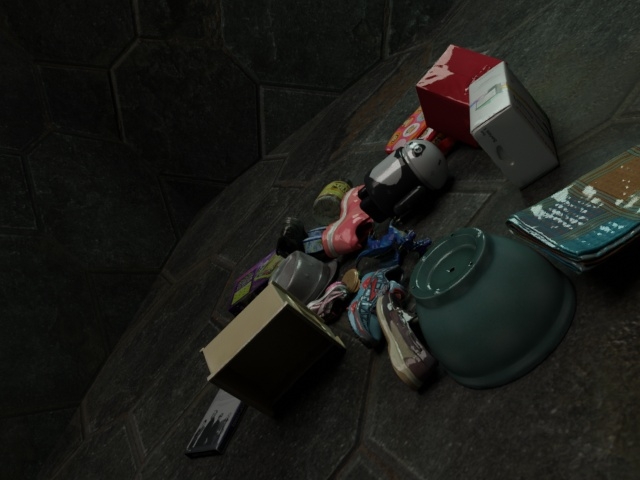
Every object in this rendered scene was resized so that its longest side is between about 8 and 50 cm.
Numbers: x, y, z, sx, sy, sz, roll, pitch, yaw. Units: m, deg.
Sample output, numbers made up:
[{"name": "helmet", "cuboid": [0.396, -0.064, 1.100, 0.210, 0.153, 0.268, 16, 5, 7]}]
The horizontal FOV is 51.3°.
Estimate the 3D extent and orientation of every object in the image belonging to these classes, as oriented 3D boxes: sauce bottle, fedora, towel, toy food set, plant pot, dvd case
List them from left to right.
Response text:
[{"name": "dvd case", "cuboid": [-0.279, 0.500, 1.888, 0.179, 0.029, 0.239, -25, 27, 46]}, {"name": "fedora", "cuboid": [-0.072, 0.124, 2.069, 0.243, 0.124, 0.275, -28, 26, 41]}, {"name": "sauce bottle", "cuboid": [0.053, -0.149, 2.321, 0.111, 0.111, 0.344, -39, 9, 20]}, {"name": "toy food set", "cuboid": [0.086, 0.118, 1.883, 0.083, 0.020, 0.083, -40, 38, 43]}, {"name": "plant pot", "cuboid": [0.292, 0.101, 1.247, 0.293, 0.196, 0.293, -40, 20, 18]}, {"name": "towel", "cuboid": [0.546, -0.086, 1.200, 0.370, 0.040, 0.271, -31, 20, -2]}]

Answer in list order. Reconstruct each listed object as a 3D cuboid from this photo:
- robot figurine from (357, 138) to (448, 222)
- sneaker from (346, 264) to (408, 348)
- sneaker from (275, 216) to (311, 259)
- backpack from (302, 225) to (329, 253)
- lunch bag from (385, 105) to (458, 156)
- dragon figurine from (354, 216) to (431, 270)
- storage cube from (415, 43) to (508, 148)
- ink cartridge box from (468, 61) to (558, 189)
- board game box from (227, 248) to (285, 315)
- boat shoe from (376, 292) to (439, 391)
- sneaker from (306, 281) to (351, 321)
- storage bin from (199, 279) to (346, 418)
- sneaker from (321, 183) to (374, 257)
[{"name": "robot figurine", "cuboid": [0.238, -0.174, 1.940, 0.278, 0.209, 0.173, -38, -19, 23]}, {"name": "sneaker", "cuboid": [0.146, 0.145, 1.606, 0.125, 0.104, 0.262, -31, 24, 32]}, {"name": "sneaker", "cuboid": [-0.088, 0.024, 2.224, 0.087, 0.227, 0.130, 17, 71, 19]}, {"name": "backpack", "cuboid": [0.000, 0.000, 2.162, 0.114, 0.084, 0.105, -17, 2, -33]}, {"name": "lunch bag", "cuboid": [0.368, -0.347, 2.127, 0.293, 0.120, 0.258, -49, 24, -11]}, {"name": "dragon figurine", "cuboid": [0.172, 0.032, 1.803, 0.289, 0.085, 0.144, -32, 23, 32]}, {"name": "storage cube", "cuboid": [0.417, -0.415, 1.924, 0.193, 0.215, 0.184, 31, 75, 33]}, {"name": "ink cartridge box", "cuboid": [0.471, -0.288, 1.644, 0.117, 0.201, 0.278, -35, 22, 30]}, {"name": "board game box", "cuboid": [-0.194, 0.119, 2.456, 0.347, 0.056, 0.208, -38, 25, 23]}, {"name": "boat shoe", "cuboid": [0.189, 0.199, 1.420, 0.092, 0.103, 0.285, -36, 25, 14]}, {"name": "sneaker", "cuboid": [0.014, 0.195, 1.837, 0.178, 0.072, 0.077, -50, 35, 13]}, {"name": "storage bin", "cuboid": [-0.114, 0.278, 1.657, 0.262, 0.260, 0.123, -45, 36, 4]}, {"name": "sneaker", "cuboid": [0.125, -0.061, 2.108, 0.136, 0.116, 0.314, -4, 41, 34]}]
